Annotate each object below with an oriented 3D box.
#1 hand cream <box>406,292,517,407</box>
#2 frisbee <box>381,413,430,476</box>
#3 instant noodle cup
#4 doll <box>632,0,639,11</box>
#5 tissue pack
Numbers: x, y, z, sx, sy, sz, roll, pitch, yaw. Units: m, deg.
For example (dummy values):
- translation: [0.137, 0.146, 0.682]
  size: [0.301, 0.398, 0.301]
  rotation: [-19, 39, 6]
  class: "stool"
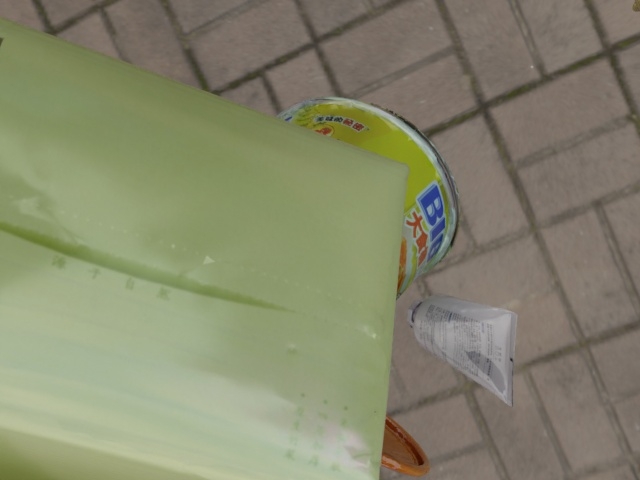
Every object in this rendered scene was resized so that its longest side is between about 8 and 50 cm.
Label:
- translation: [0.129, 0.085, 0.882]
  size: [0.053, 0.142, 0.084]
  rotation: [-11, 108, -30]
  class: "hand cream"
- translation: [0.038, 0.208, 1.102]
  size: [0.192, 0.192, 0.035]
  rotation: [35, 96, 4]
  class: "frisbee"
- translation: [0.000, 0.000, 0.849]
  size: [0.205, 0.153, 0.205]
  rotation: [18, 134, 19]
  class: "instant noodle cup"
- translation: [0.434, -0.307, 1.271]
  size: [0.061, 0.093, 0.051]
  rotation: [16, 107, 24]
  class: "doll"
- translation: [-0.093, 0.020, 0.393]
  size: [0.234, 0.159, 0.125]
  rotation: [18, 148, -16]
  class: "tissue pack"
